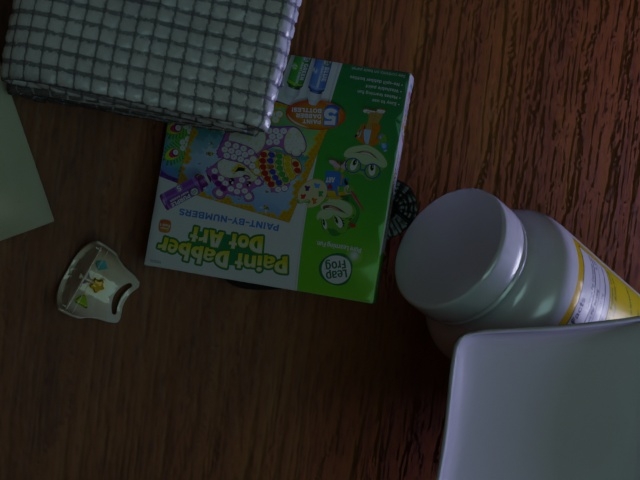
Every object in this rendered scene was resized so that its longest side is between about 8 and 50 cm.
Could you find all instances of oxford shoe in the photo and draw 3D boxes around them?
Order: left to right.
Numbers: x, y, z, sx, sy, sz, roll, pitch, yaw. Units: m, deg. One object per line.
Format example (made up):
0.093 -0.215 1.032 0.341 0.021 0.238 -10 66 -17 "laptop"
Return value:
0.000 0.000 1.798 0.227 0.096 0.083 -17 89 4 "oxford shoe"

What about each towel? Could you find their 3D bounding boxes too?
-0.162 -0.235 1.653 0.283 0.121 0.235 11 81 -3 "towel"

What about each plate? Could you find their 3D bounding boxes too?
0.240 0.195 1.704 0.277 0.045 0.278 -4 118 -20 "plate"

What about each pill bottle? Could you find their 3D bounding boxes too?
0.235 0.084 1.789 0.334 0.188 0.188 37 83 -38 "pill bottle"

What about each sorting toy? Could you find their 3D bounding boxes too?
-0.233 0.050 1.744 0.075 0.045 0.083 32 85 -27 "sorting toy"

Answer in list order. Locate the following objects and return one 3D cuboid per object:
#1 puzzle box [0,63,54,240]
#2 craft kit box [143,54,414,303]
-0.457 -0.165 1.631 0.272 0.052 0.409 -20 102 -16 "puzzle box"
-0.044 -0.073 1.730 0.250 0.061 0.247 9 93 6 "craft kit box"
